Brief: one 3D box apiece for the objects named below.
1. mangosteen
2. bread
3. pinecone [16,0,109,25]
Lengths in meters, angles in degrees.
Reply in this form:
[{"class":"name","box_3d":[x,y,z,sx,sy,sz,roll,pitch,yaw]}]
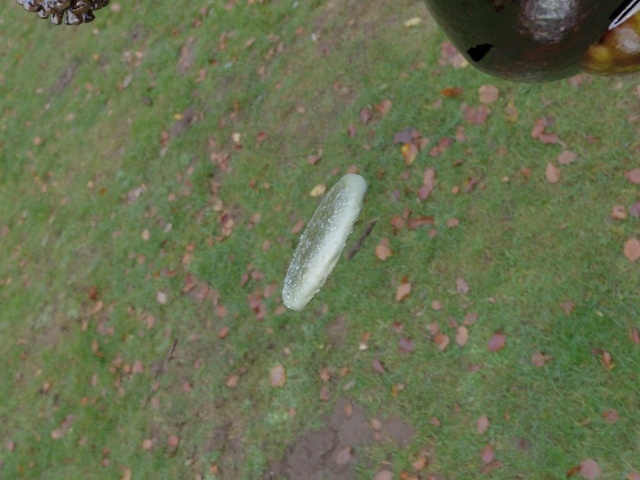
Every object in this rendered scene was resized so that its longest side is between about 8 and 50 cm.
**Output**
[{"class":"mangosteen","box_3d":[0.235,-0.298,0.573,0.313,0.297,0.296,-11,60,37]},{"class":"bread","box_3d":[0.000,0.000,1.074,0.267,0.040,0.267,-60,10,18]},{"class":"pinecone","box_3d":[-0.455,-0.458,1.101,0.179,0.195,0.149,6,94,5]}]
